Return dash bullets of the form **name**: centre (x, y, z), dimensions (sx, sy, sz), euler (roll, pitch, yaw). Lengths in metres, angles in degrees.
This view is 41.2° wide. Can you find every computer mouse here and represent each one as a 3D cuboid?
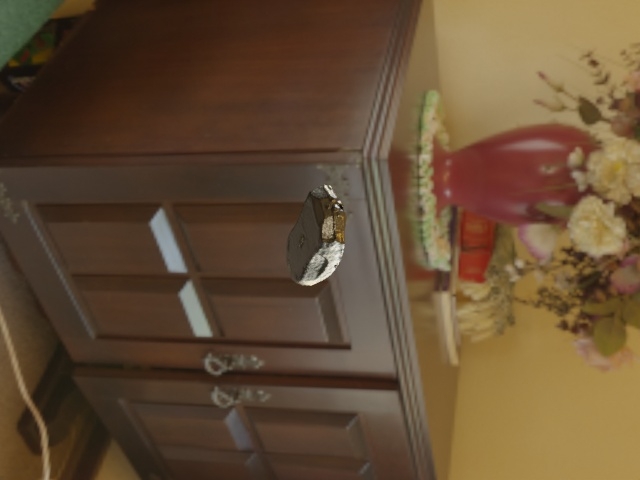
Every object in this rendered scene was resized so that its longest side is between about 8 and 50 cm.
- **computer mouse**: centre (0.000, 0.000, 1.480), dimensions (0.217, 0.073, 0.122), euler (119, -38, -55)
